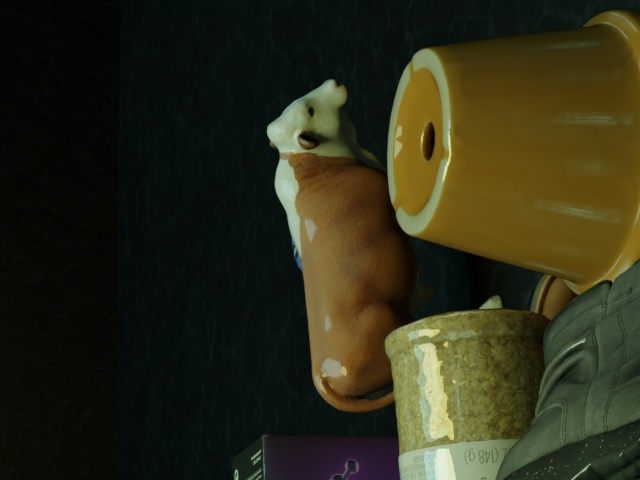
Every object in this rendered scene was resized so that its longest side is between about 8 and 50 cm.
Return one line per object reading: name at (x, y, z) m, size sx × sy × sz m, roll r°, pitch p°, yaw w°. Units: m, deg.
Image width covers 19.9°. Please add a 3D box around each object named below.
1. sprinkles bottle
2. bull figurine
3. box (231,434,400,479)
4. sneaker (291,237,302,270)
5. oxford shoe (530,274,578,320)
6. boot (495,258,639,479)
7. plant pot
sprinkles bottle at (0.118, 0.229, 1.231) m, size 0.121 × 0.121 × 0.355 m, roll 138°, pitch 128°, yaw -68°
bull figurine at (0.050, 0.009, 1.590) m, size 0.101 × 0.188 × 0.310 m, roll 125°, pitch 145°, yaw -60°
box at (0.074, 0.242, 1.339) m, size 0.103 × 0.261 × 0.184 m, roll 136°, pitch 134°, yaw -67°
sneaker at (0.000, 0.000, 2.012) m, size 0.144 × 0.053 × 0.059 m, roll 126°, pitch 145°, yaw -76°
oxford shoe at (0.200, 0.117, 1.302) m, size 0.076 × 0.076 × 0.212 m, roll -25°, pitch 65°, yaw 46°
boot at (0.232, 0.068, 1.059) m, size 0.338 × 0.118 × 0.222 m, roll -24°, pitch 29°, yaw 41°
plant pot at (0.153, -0.060, 1.249) m, size 0.205 × 0.188 × 0.205 m, roll -177°, pitch 90°, yaw -74°
